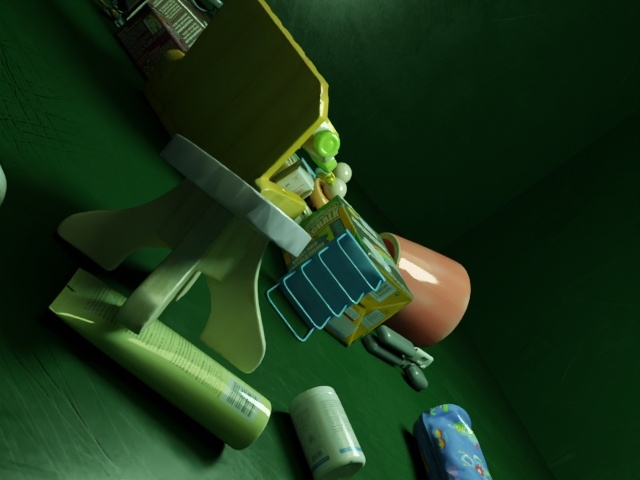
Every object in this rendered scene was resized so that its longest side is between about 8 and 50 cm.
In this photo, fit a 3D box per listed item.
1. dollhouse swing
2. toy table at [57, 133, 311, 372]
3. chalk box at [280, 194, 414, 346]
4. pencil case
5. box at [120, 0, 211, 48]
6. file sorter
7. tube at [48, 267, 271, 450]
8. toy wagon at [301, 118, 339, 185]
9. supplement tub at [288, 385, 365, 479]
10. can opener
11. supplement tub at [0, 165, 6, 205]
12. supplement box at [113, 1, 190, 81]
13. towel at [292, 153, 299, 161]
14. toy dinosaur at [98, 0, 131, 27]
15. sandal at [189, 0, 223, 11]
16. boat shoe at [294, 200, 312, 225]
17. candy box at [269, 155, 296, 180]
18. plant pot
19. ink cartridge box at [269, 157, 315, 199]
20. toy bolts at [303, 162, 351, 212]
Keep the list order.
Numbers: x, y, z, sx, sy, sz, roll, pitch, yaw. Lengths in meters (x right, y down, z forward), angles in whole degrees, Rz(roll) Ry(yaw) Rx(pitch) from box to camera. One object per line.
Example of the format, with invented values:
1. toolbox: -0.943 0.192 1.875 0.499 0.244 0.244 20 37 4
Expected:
1. dollhouse swing: -0.120 -0.241 1.119 0.346 0.305 0.315 55 12 15
2. toy table: -0.128 0.005 0.597 0.252 0.160 0.274 37 -1 7
3. chalk box: 0.040 0.042 1.211 0.180 0.179 0.288 43 14 -35
4. pencil case: 0.249 0.427 1.026 0.133 0.119 0.306 47 13 -16
5. box: -0.349 -0.546 1.531 0.381 0.143 0.191 41 16 -49
6. file sorter: 0.006 0.082 0.993 0.118 0.170 0.104 53 16 2
7. tube: -0.155 0.119 0.562 0.240 0.070 0.062 43 58 -19
8. toy wagon: -0.048 -0.264 1.249 0.344 0.068 0.267 51 -6 -37
9. supplement tub: 0.007 0.253 0.733 0.071 0.071 0.107 39 19 -49
10. can opener: 0.203 0.284 1.372 0.280 0.074 0.093 40 18 -45
11. supplement tub: -0.317 -0.092 0.395 0.190 0.117 0.117 56 12 13
12. supplement box: -0.340 -0.399 1.218 0.188 0.104 0.081 54 11 6
13. towel: -0.075 -0.220 1.745 0.370 0.040 0.271 49 -2 -7
14. toy dinosaur: -0.457 -0.510 1.262 0.090 0.047 0.082 42 -6 -2
15. sandal: -0.340 -0.648 1.441 0.255 0.054 0.097 27 20 -43
16. boat shoe: 0.000 0.000 1.384 0.285 0.089 0.104 38 19 -51
17. candy box: -0.181 -0.266 1.473 0.316 0.088 0.183 50 12 -16
18. plant pot: 0.218 0.117 1.510 0.243 0.275 0.274 34 20 -30
19. ink cartridge box: -0.073 -0.128 1.328 0.061 0.104 0.181 54 13 -14
20. toy bolts: 0.026 -0.107 1.517 0.218 0.159 0.228 52 22 -31
